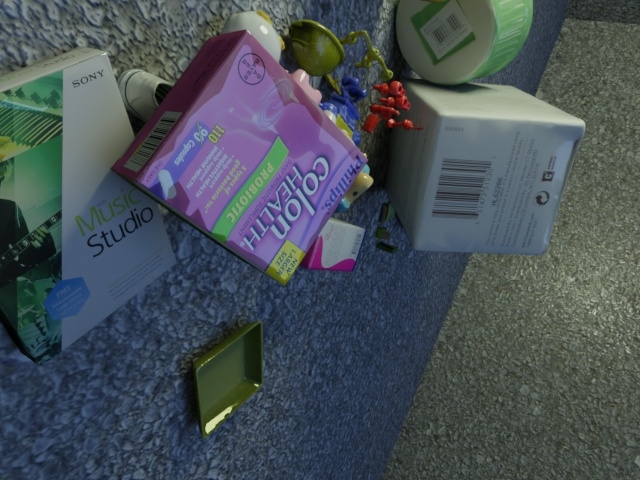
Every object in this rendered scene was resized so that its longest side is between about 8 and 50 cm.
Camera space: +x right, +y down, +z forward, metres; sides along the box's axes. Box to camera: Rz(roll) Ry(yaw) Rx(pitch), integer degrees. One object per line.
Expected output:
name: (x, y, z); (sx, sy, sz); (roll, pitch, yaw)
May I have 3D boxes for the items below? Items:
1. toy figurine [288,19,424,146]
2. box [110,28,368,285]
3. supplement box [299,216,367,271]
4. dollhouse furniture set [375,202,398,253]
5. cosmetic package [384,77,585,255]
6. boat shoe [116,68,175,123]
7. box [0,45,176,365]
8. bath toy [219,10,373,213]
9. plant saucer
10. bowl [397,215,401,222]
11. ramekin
toy figurine: (0.038, -0.226, 0.980); (0.217, 0.191, 0.362); (-63, 150, -3)
box: (-0.095, -0.099, 0.648); (0.243, 0.117, 0.214); (40, 79, -36)
supplement box: (0.000, 0.000, 1.120); (0.220, 0.114, 0.111); (10, 99, -63)
dollhouse furniture set: (0.218, -0.040, 1.535); (0.076, 0.058, 0.152); (-18, 123, -57)
cosmetic package: (0.369, -0.200, 1.248); (0.394, 0.327, 0.329); (-98, -169, -61)
boat shoe: (-0.189, -0.168, 0.718); (0.226, 0.075, 0.083); (16, 94, -62)
box: (-0.313, -0.036, 0.600); (0.232, 0.058, 0.322); (-45, 141, -39)
bath toy: (-0.045, -0.198, 0.809); (0.129, 0.151, 0.348); (-53, 126, -13)
plant saucer: (-0.194, 0.274, 1.018); (0.188, 0.045, 0.188); (-34, 136, -48)
bowl: (0.365, -0.214, 1.668); (0.391, 0.077, 0.391); (-38, 137, -45)
ramekin: (0.327, -0.522, 1.186); (0.148, 0.303, 0.303); (-36, 137, -36)
